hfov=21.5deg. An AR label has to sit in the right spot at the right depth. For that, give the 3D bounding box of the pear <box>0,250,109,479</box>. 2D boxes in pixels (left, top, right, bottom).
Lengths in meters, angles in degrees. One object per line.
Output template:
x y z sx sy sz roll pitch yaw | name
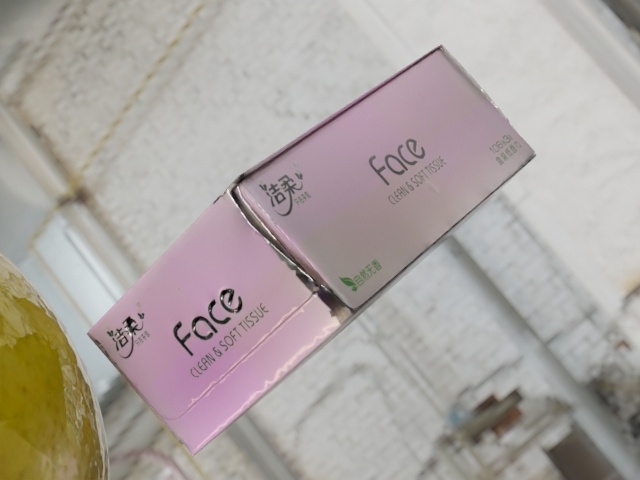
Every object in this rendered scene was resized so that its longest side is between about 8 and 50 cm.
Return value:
-0.259 0.083 0.924 0.191 0.340 0.386 -51 -41 -40 | pear

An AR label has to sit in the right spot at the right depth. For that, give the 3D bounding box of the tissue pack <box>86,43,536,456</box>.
0.000 0.000 0.928 0.148 0.092 0.246 -44 -3 35 | tissue pack
